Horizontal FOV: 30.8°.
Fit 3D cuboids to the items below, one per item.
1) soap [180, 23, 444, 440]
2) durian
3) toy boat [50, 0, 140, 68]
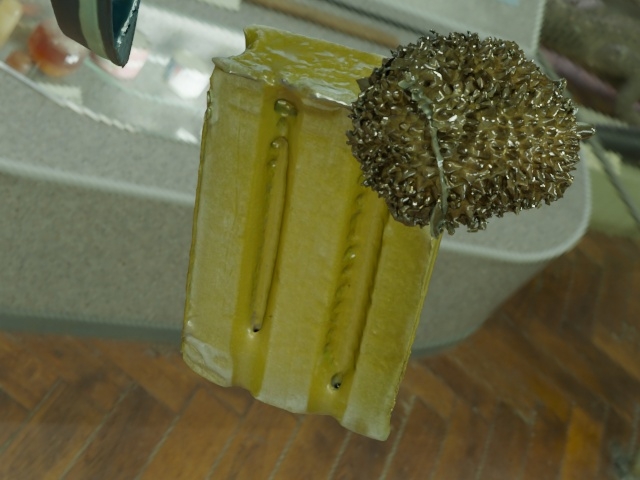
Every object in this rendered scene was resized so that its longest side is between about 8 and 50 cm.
[{"bbox_3d":[0.000,0.000,0.933,0.199,0.315,0.091,18,38,12],"label":"soap"},{"bbox_3d":[0.053,-0.038,0.412,0.091,0.080,0.080,-2,49,-14],"label":"durian"},{"bbox_3d":[-0.180,-0.235,0.927,0.062,0.299,0.096,13,61,-1],"label":"toy boat"}]
